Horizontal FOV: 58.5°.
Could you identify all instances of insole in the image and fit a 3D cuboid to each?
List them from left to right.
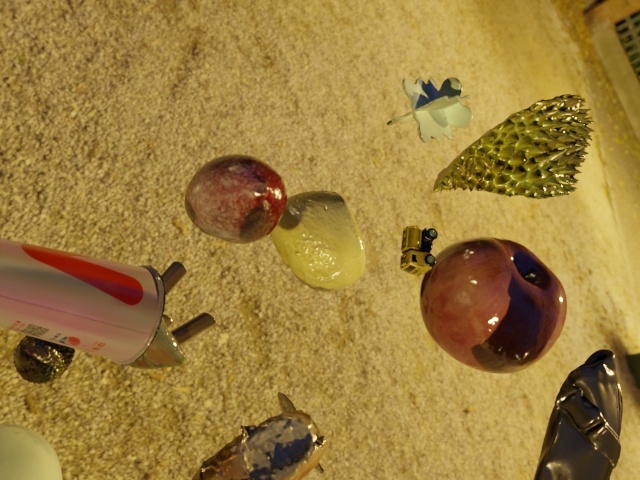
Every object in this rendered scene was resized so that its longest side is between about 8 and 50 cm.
[{"bbox_3d":[-0.057,0.560,1.659,0.009,0.119,0.348,-36,124,-26],"label":"insole"}]

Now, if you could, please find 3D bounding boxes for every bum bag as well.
[{"bbox_3d":[0.376,0.316,0.828,0.142,0.080,0.326,19,83,-29],"label":"bum bag"}]

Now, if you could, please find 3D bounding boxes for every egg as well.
[{"bbox_3d":[-0.581,0.465,1.001,0.230,0.371,0.229,-3,100,-19],"label":"egg"}]

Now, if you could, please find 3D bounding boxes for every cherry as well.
[{"bbox_3d":[-0.193,-0.099,1.355,0.230,0.300,0.202,34,63,-24],"label":"cherry"}]

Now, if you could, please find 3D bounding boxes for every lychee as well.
[{"bbox_3d":[-0.789,0.329,1.647,0.171,0.171,0.171,28,50,-40],"label":"lychee"}]

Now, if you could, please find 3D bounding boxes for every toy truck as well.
[{"bbox_3d":[0.168,0.019,0.992,0.054,0.049,0.083,14,67,-14],"label":"toy truck"}]

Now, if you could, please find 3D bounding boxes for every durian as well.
[{"bbox_3d":[0.334,-0.152,0.932,0.352,0.169,0.158,-17,108,-41],"label":"durian"}]

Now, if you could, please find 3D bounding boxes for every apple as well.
[{"bbox_3d":[0.353,0.122,1.169,0.306,0.235,0.305,22,36,-17],"label":"apple"}]

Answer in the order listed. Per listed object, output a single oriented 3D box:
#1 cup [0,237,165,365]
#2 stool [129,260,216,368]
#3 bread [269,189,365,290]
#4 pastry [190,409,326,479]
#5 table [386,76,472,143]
[{"bbox_3d":[-0.448,0.097,1.000,0.289,0.203,0.202,25,52,-46],"label":"cup"},{"bbox_3d":[-0.551,0.238,1.858,0.226,0.311,0.310,-55,129,-46],"label":"stool"},{"bbox_3d":[-0.011,0.005,1.636,0.320,0.238,0.320,158,-90,-87],"label":"bread"},{"bbox_3d":[-0.092,0.328,0.801,0.100,0.218,0.229,51,11,23],"label":"pastry"},{"bbox_3d":[0.270,-0.327,1.430,0.198,0.167,0.166,-21,87,-53],"label":"table"}]
